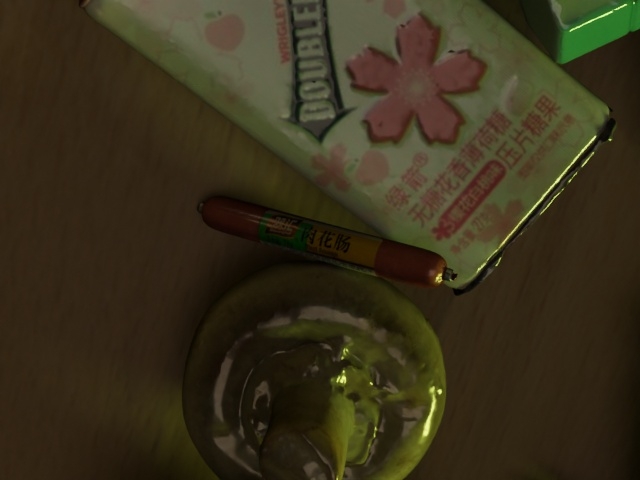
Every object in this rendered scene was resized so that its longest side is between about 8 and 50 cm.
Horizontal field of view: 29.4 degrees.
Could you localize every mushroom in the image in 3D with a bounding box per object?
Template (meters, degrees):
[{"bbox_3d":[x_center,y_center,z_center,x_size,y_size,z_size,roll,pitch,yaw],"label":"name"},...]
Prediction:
[{"bbox_3d":[-0.006,0.124,0.921,0.207,0.215,0.207,1,107,2],"label":"mushroom"}]

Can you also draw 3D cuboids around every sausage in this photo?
[{"bbox_3d":[0.000,0.000,0.918,0.223,0.029,0.029,15,110,25],"label":"sausage"}]

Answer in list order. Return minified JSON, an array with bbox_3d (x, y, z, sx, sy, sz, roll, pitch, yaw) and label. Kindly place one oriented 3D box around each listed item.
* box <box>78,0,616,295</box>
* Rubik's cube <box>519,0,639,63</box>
[{"bbox_3d":[0.028,-0.132,0.892,0.370,0.112,0.190,35,102,-17],"label":"box"},{"bbox_3d":[0.188,-0.252,0.810,0.224,0.213,0.265,18,100,-16],"label":"Rubik's cube"}]
